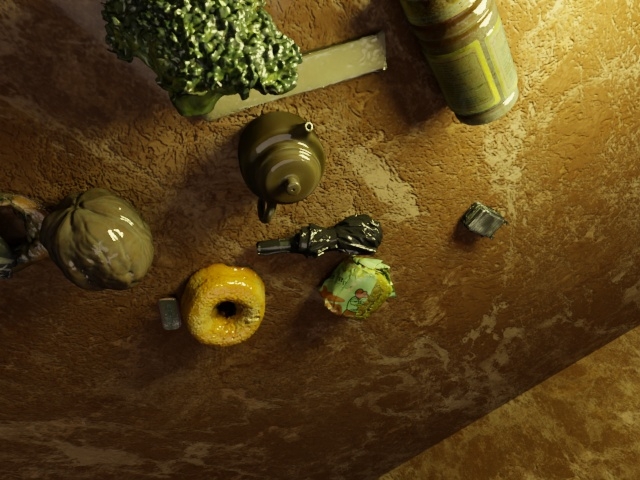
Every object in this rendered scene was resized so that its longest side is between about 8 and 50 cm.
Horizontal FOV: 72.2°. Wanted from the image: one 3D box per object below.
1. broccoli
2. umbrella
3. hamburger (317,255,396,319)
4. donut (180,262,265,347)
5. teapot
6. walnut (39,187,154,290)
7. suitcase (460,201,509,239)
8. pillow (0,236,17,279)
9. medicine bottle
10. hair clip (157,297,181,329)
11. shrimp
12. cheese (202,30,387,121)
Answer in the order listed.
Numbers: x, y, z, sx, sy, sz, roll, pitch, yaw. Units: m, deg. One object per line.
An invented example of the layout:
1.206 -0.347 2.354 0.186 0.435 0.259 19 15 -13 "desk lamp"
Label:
-0.195 -0.318 0.744 0.288 0.245 0.248 47 65 -10 "broccoli"
0.000 0.000 1.169 0.340 0.118 0.118 -7 133 -6 "umbrella"
0.133 0.149 1.320 0.235 0.125 0.214 34 123 -24 "hamburger"
-0.268 0.182 1.222 0.253 0.118 0.253 -9 118 -17 "donut"
-0.083 -0.148 0.944 0.185 0.175 0.268 10 126 -25 "teapot"
-0.462 0.005 0.928 0.224 0.224 0.224 -10 133 -11 "walnut"
0.488 -0.060 1.313 0.126 0.059 0.086 17 121 -32 "suitcase"
-0.723 -0.048 0.826 0.161 0.092 0.335 -19 120 -3 "pillow"
0.286 -0.390 0.875 0.151 0.151 0.322 -35 133 12 "medicine bottle"
-0.425 0.203 1.236 0.054 0.022 0.137 -6 132 -14 "hair clip"
-0.693 -0.009 0.936 0.262 0.051 0.198 -29 127 4 "shrimp"
-0.056 -0.333 0.885 0.400 0.034 0.085 -18 130 -5 "cheese"
